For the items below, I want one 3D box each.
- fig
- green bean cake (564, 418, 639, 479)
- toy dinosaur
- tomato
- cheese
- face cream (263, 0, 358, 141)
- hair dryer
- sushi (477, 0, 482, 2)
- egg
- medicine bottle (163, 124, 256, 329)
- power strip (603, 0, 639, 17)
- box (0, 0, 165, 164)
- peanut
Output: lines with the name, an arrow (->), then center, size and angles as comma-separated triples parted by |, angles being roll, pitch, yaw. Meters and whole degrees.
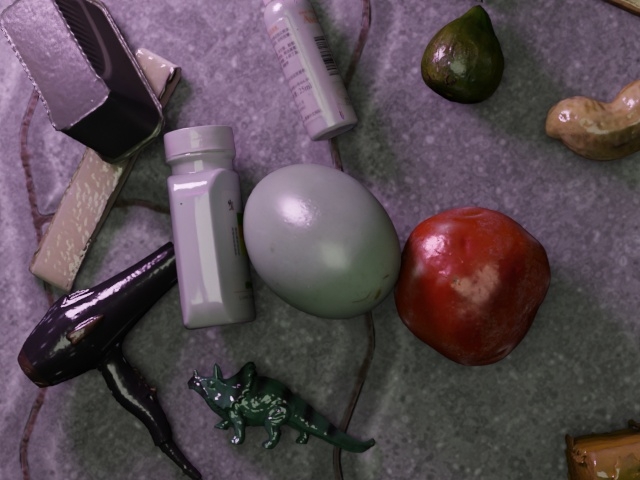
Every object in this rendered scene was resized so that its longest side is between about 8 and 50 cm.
fig -> 0.220, -0.280, 1.814 | 0.123, 0.123, 0.156 | 24, 79, 8
green bean cake -> 0.429, 0.374, 1.703 | 0.131, 0.230, 0.224 | -12, 89, 1
toy dinosaur -> -0.070, 0.275, 1.851 | 0.292, 0.079, 0.120 | 32, 89, 6
tomato -> 0.213, 0.060, 1.764 | 0.232, 0.188, 0.231 | -1, 85, 8
cheese -> -0.340, -0.111, 1.928 | 0.085, 0.034, 0.400 | 27, 91, 13
face cream -> -0.026, -0.287, 1.864 | 0.082, 0.082, 0.269 | -22, 86, 7
hair dryer -> -0.260, 0.209, 1.891 | 0.304, 0.120, 0.359 | -35, 94, -9
sushi -> 0.216, -0.430, 1.828 | 0.126, 0.026, 0.120 | 12, 90, -30
egg -> 0.000, 0.000, 1.773 | 0.203, 0.203, 0.283 | -51, 50, 3
medicine bottle -> -0.165, -0.018, 1.834 | 0.111, 0.161, 0.296 | -9, 85, 9
power strip -> 0.396, -0.406, 1.829 | 0.305, 0.044, 0.064 | 27, 91, 10
box -> -0.362, -0.262, 1.841 | 0.138, 0.178, 0.274 | -35, 74, 9
peanut -> 0.444, -0.175, 1.787 | 0.230, 0.098, 0.103 | -12, 45, 7
